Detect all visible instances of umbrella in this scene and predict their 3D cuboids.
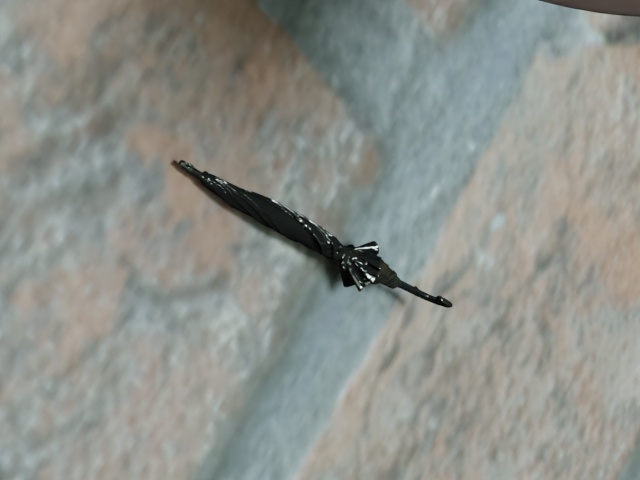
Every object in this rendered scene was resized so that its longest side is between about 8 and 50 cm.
[{"bbox_3d":[-0.003,-0.001,0.687,0.149,0.022,0.022,28,83,-35],"label":"umbrella"}]

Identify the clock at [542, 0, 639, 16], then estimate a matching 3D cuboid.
[{"bbox_3d":[0.116,-0.219,0.538,0.184,0.325,0.342,-20,113,-40],"label":"clock"}]
